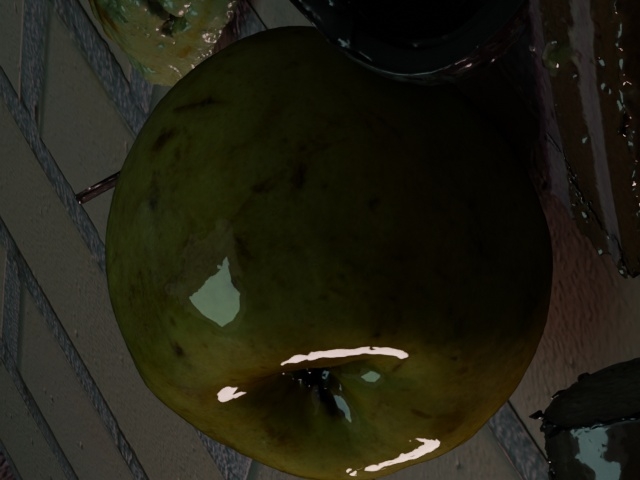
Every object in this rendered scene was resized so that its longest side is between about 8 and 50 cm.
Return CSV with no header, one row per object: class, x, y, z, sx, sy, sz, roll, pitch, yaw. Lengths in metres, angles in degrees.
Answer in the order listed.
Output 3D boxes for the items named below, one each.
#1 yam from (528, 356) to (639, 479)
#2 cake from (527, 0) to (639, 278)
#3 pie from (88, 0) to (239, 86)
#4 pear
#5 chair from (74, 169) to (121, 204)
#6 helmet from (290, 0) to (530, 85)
yam,0.215,0.214,1.202,0.131,0.131,0.280,9,112,64
cake,0.170,-0.120,1.029,0.116,0.113,0.295,-126,28,-50
pie,-0.153,-0.245,1.665,0.201,0.090,0.248,64,154,14
pear,0.000,0.000,1.303,0.304,0.304,0.304,48,151,38
chair,-0.042,-0.034,1.527,0.159,0.247,0.172,52,177,32
helmet,0.069,-0.167,1.197,0.177,0.153,0.107,44,-178,26
